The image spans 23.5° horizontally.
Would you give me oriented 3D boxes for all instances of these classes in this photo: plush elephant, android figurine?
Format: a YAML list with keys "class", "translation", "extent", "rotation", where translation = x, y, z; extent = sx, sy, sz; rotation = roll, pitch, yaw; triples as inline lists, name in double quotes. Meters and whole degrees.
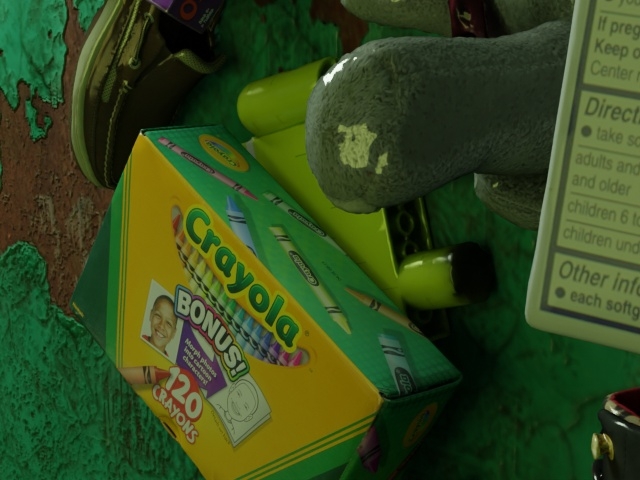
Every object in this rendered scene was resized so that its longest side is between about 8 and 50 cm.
- class: "plush elephant"
  translation: [0.127, -0.134, 0.807]
  extent: [0.255, 0.330, 0.272]
  rotation: [179, 96, -71]
- class: "android figurine"
  translation: [0.000, 0.000, 1.098]
  extent: [0.273, 0.056, 0.248]
  rotation: [-10, 91, 46]

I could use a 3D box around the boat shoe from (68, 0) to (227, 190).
- class: "boat shoe"
  translation: [-0.122, -0.145, 1.170]
  extent: [0.095, 0.095, 0.257]
  rotation: [31, 120, 32]

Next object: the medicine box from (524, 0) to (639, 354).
- class: "medicine box"
  translation: [0.239, -0.085, 0.546]
  extent: [0.263, 0.149, 0.289]
  rotation: [14, 102, 29]

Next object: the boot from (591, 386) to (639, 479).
- class: "boot"
  translation: [0.171, 0.227, 0.905]
  extent: [0.377, 0.138, 0.284]
  rotation: [23, 109, 53]

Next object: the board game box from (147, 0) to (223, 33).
- class: "board game box"
  translation: [-0.147, -0.313, 1.131]
  extent: [0.347, 0.056, 0.208]
  rotation: [36, 99, 36]

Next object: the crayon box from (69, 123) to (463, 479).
- class: "crayon box"
  translation: [-0.047, 0.067, 1.058]
  extent: [0.278, 0.081, 0.165]
  rotation: [46, 126, 29]
